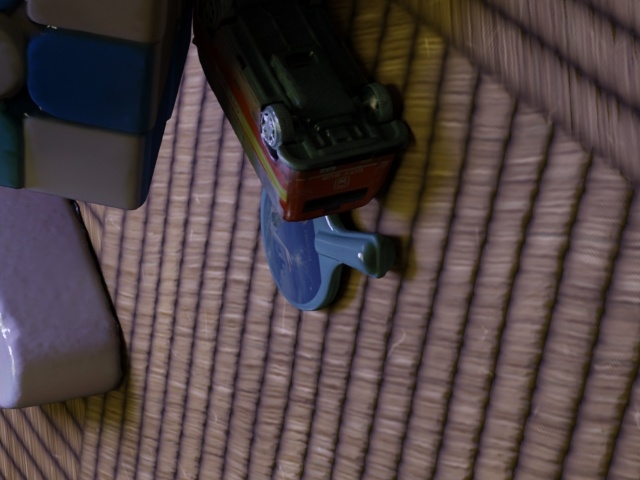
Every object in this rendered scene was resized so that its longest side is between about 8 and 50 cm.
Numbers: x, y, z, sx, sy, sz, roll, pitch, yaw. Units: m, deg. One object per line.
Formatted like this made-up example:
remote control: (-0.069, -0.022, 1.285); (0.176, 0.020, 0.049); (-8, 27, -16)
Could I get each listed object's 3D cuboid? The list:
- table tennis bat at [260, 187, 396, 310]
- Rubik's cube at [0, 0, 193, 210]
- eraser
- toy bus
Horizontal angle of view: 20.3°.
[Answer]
table tennis bat: (0.000, 0.000, 1.660); (0.237, 0.038, 0.149); (18, 112, 61)
Rubik's cube: (-0.282, -0.281, 1.612); (0.347, 0.346, 0.344); (101, 178, -52)
eraser: (-0.366, 0.095, 2.210); (0.331, 0.150, 0.331); (23, 117, 55)
toy bus: (-0.032, -0.140, 1.603); (0.265, 0.121, 0.120); (61, 153, 33)
